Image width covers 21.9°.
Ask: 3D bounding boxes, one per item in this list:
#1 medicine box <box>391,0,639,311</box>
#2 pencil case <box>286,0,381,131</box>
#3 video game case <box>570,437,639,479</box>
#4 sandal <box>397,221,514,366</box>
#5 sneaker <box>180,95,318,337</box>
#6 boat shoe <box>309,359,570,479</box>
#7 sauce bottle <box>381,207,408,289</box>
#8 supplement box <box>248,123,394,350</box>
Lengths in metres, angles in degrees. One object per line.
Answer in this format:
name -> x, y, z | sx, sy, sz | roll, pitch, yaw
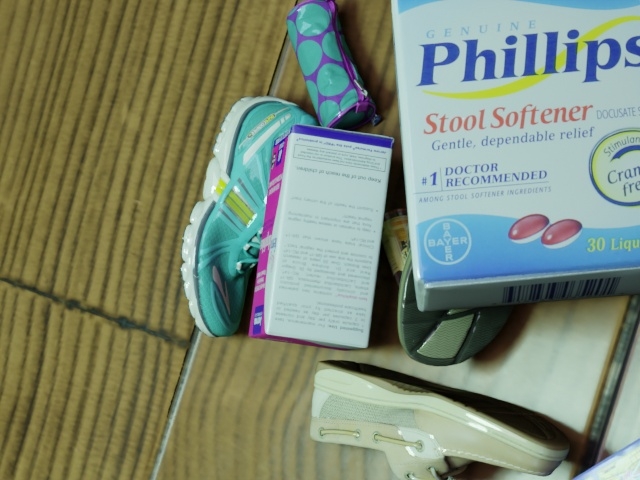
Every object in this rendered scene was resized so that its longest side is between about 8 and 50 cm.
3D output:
medicine box -> 0.209, -0.093, 1.568 | 0.263, 0.149, 0.289 | -5, 76, 4
pencil case -> 0.012, -0.191, 1.814 | 0.070, 0.064, 0.152 | -38, 63, 38
video game case -> 0.323, 0.311, 1.524 | 0.269, 0.061, 0.244 | -36, 66, 21
sandal -> 0.142, -0.019, 1.691 | 0.120, 0.086, 0.303 | 10, 78, -12
sneaker -> -0.077, -0.024, 1.818 | 0.110, 0.107, 0.275 | 14, 88, 23
boat shoe -> 0.112, 0.196, 1.655 | 0.302, 0.109, 0.098 | 13, 93, 38
sauce bottle -> 0.095, 0.029, 1.734 | 0.042, 0.042, 0.128 | -29, 69, 24
supplement box -> 0.000, 0.000, 1.733 | 0.114, 0.111, 0.220 | 7, 83, -12
